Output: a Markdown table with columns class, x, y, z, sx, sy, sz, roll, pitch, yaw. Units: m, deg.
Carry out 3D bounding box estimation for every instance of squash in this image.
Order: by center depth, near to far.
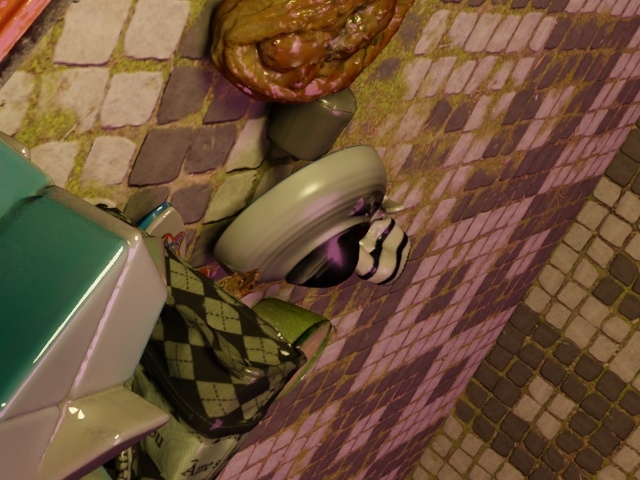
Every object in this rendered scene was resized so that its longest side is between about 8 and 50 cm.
| class | x | y | z | sx | sy | sz | roll | pitch | yaw |
| --- | --- | --- | --- | --- | --- | --- | --- | --- | --- |
| squash | -0.066 | 0.173 | 1.556 | 0.170 | 0.123 | 0.170 | -40 | 154 | -24 |

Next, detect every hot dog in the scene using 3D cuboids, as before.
| class | x | y | z | sx | sy | sz | roll | pitch | yaw |
| --- | --- | --- | --- | --- | --- | --- | --- | --- | --- |
| hot dog | 0.004 | -0.258 | 1.055 | 0.272 | 0.122 | 0.196 | -38 | 160 | -31 |

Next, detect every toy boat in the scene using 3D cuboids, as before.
| class | x | y | z | sx | sy | sz | roll | pitch | yaw |
| --- | --- | --- | --- | --- | --- | --- | --- | --- | --- |
| toy boat | -0.230 | 0.073 | 1.156 | 0.129 | 0.088 | 0.295 | -20 | 142 | -51 |

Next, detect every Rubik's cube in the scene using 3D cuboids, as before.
| class | x | y | z | sx | sy | sz | roll | pitch | yaw |
| --- | --- | --- | --- | --- | --- | --- | --- | --- | --- |
| Rubik's cube | -0.294 | 0.088 | 0.755 | 0.387 | 0.358 | 0.368 | -54 | 163 | -23 |

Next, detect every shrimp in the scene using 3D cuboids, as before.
| class | x | y | z | sx | sy | sz | roll | pitch | yaw |
| --- | --- | --- | --- | --- | --- | --- | --- | --- | --- |
| shrimp | -0.145 | 0.055 | 1.263 | 0.162 | 0.095 | 0.045 | -26 | -152 | 41 |

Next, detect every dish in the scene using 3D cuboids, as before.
| class | x | y | z | sx | sy | sz | roll | pitch | yaw |
| --- | --- | --- | --- | --- | --- | --- | --- | --- | --- |
| dish | 0.000 | 0.000 | 1.312 | 0.273 | 0.133 | 0.273 | -33 | 169 | -8 |

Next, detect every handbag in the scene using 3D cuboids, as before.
| class | x | y | z | sx | sy | sz | roll | pitch | yaw |
| --- | --- | --- | --- | --- | --- | --- | --- | --- | --- |
| handbag | -0.259 | 0.188 | 1.017 | 0.416 | 0.317 | 0.180 | -52 | 163 | 12 |

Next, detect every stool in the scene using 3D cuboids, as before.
| class | x | y | z | sx | sy | sz | roll | pitch | yaw |
| --- | --- | --- | --- | --- | --- | --- | --- | --- | --- |
| stool | -0.013 | -0.161 | 1.203 | 0.096 | 0.096 | 0.110 | -11 | 141 | -56 |

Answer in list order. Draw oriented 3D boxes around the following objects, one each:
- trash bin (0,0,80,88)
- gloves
| class | x | y | z | sx | sy | sz | roll | pitch | yaw |
| --- | --- | --- | --- | --- | --- | --- | --- | --- | --- |
| trash bin | -0.287 | -0.205 | 0.570 | 0.161 | 0.184 | 0.238 | -54 | 143 | -10 |
| gloves | 0.066 | -0.021 | 1.541 | 0.140 | 0.131 | 0.219 | -47 | 126 | -3 |
